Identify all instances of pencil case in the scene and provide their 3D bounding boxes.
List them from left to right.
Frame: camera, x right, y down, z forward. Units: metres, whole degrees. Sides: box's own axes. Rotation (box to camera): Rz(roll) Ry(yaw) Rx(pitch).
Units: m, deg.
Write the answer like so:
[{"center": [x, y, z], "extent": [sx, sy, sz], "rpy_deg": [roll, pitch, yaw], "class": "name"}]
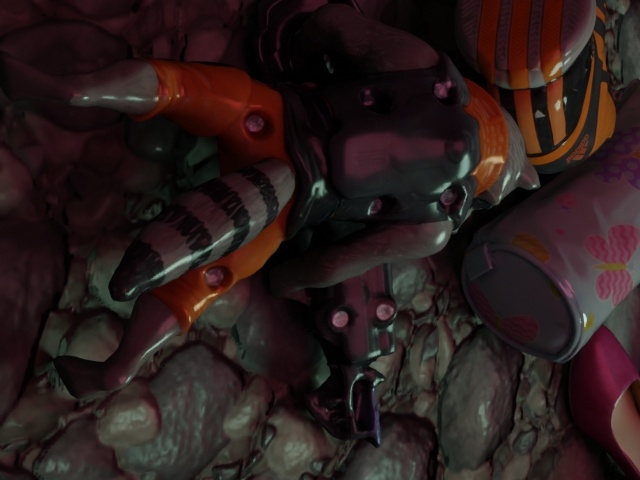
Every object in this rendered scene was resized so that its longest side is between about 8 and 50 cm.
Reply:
[{"center": [0.233, -0.024, 0.899], "extent": [0.273, 0.113, 0.124], "rpy_deg": [-43, 109, -30], "class": "pencil case"}]

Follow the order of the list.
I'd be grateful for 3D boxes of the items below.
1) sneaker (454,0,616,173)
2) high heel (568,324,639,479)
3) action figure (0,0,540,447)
[{"center": [0.171, -0.191, 0.843], "extent": [0.180, 0.124, 0.321], "rpy_deg": [65, 36, -52], "class": "sneaker"}, {"center": [0.299, 0.183, 0.970], "extent": [0.082, 0.117, 0.244], "rpy_deg": [-30, 112, -35], "class": "high heel"}, {"center": [0.000, 0.000, 0.668], "extent": [0.330, 0.178, 0.341], "rpy_deg": [-19, 105, -28], "class": "action figure"}]
